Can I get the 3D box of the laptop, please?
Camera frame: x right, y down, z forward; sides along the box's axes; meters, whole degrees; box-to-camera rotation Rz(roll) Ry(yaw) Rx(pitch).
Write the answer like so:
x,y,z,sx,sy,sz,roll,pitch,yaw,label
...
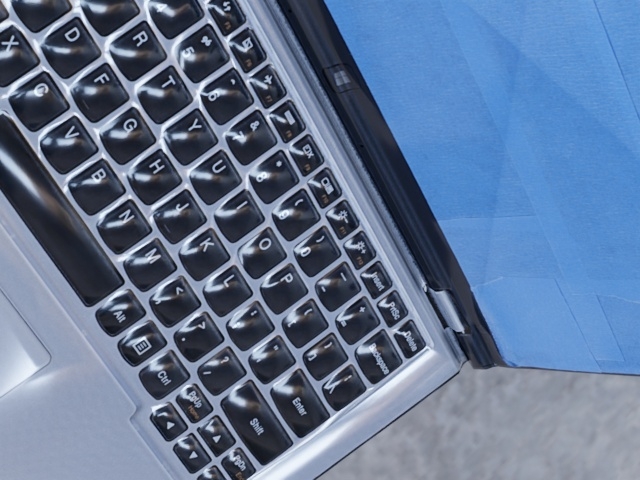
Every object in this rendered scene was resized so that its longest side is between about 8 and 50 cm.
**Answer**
x,y,z,sx,sy,sz,roll,pitch,yaw,label
0.000,0.000,0.584,0.236,0.408,0.382,43,166,54,laptop
